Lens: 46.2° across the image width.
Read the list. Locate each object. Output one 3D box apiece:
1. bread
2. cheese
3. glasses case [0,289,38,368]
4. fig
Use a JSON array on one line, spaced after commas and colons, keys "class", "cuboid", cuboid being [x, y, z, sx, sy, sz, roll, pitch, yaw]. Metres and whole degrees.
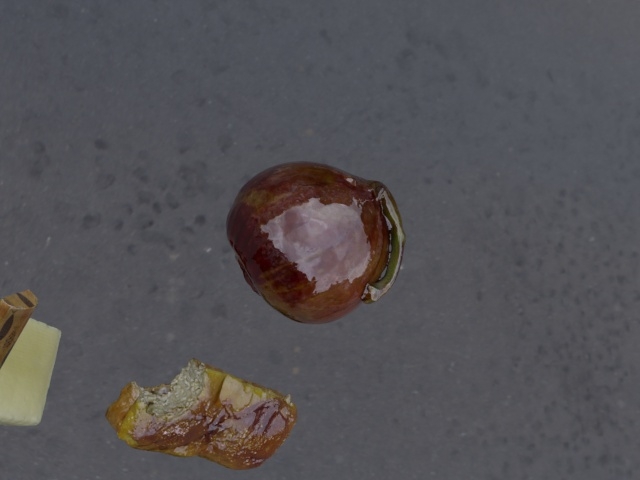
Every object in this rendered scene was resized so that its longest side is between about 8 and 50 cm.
[{"class": "bread", "cuboid": [-0.197, 0.316, 1.364, 0.185, 0.109, 0.380, -49, 139, 8]}, {"class": "cheese", "cuboid": [-0.718, 0.276, 1.661, 0.265, 0.124, 0.242, 47, 44, -62]}, {"class": "glasses case", "cuboid": [-0.532, 0.162, 1.253, 0.041, 0.170, 0.064, 40, 20, 10]}, {"class": "fig", "cuboid": [-0.001, -0.001, 0.857, 0.205, 0.205, 0.205, 7, 76, -29]}]
